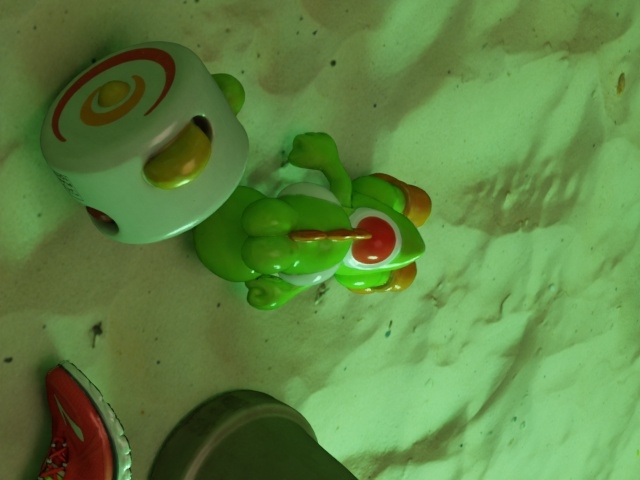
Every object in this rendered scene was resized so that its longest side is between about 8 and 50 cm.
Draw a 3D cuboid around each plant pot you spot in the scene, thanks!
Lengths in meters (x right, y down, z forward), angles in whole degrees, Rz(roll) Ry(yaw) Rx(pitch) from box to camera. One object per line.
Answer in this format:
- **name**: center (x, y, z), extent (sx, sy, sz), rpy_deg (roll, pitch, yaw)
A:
- **plant pot**: center (-0.046, 0.336, 1.796), extent (0.263, 0.229, 0.263), rpy_deg (-17, 114, -42)

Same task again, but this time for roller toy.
- **roller toy**: center (-0.184, -0.105, 1.521), extent (0.209, 0.191, 0.146), rpy_deg (-85, 152, -45)

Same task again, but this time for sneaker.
- **sneaker**: center (-0.277, 0.271, 1.629), extent (0.118, 0.107, 0.279), rpy_deg (-18, 114, -31)

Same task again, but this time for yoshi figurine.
- **yoshi figurine**: center (-0.022, -0.013, 1.780), extent (0.203, 0.203, 0.362), rpy_deg (-39, 161, 24)
